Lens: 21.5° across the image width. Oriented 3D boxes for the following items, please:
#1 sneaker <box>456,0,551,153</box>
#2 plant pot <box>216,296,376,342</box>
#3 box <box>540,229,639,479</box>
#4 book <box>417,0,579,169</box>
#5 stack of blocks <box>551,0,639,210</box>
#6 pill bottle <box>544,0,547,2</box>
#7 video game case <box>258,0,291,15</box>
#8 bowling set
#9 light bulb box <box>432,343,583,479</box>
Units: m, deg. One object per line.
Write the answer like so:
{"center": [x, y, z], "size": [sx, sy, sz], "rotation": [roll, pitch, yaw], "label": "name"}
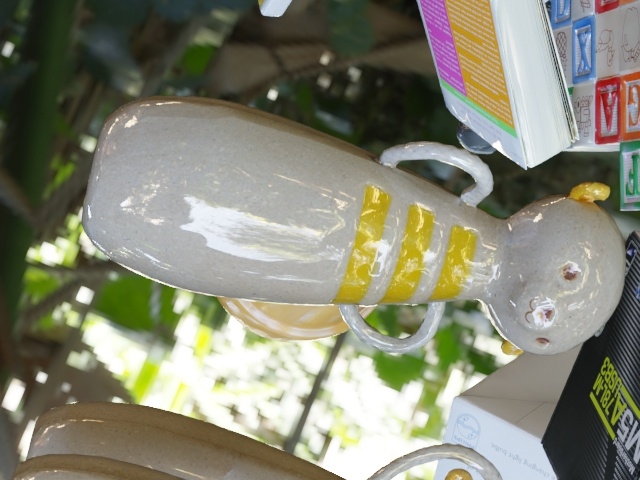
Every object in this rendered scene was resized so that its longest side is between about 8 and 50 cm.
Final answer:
{"center": [0.237, -0.201, 1.763], "size": [0.106, 0.267, 0.101], "rotation": [44, -170, -30], "label": "sneaker"}
{"center": [0.000, 0.000, 1.734], "size": [0.205, 0.205, 0.188], "rotation": [25, 168, -15], "label": "plant pot"}
{"center": [0.220, 0.109, 1.165], "size": [0.045, 0.184, 0.191], "rotation": [19, -162, -11], "label": "box"}
{"center": [0.078, -0.119, 0.867], "size": [0.096, 0.035, 0.144], "rotation": [38, 152, 53], "label": "book"}
{"center": [0.231, -0.103, 1.039], "size": [0.087, 0.171, 0.297], "rotation": [0, -179, -11], "label": "stack of blocks"}
{"center": [0.177, -0.319, 1.589], "size": [0.187, 0.112, 0.112], "rotation": [46, 166, -2], "label": "pill bottle"}
{"center": [-0.023, -0.345, 1.491], "size": [0.026, 0.206, 0.227], "rotation": [-1, 155, -25], "label": "video game case"}
{"center": [-0.020, 0.124, 0.473], "size": [0.154, 0.200, 0.287], "rotation": [13, 128, -6], "label": "bowling set"}
{"center": [0.276, 0.296, 1.733], "size": [0.225, 0.361, 0.358], "rotation": [27, -150, 28], "label": "light bulb box"}
